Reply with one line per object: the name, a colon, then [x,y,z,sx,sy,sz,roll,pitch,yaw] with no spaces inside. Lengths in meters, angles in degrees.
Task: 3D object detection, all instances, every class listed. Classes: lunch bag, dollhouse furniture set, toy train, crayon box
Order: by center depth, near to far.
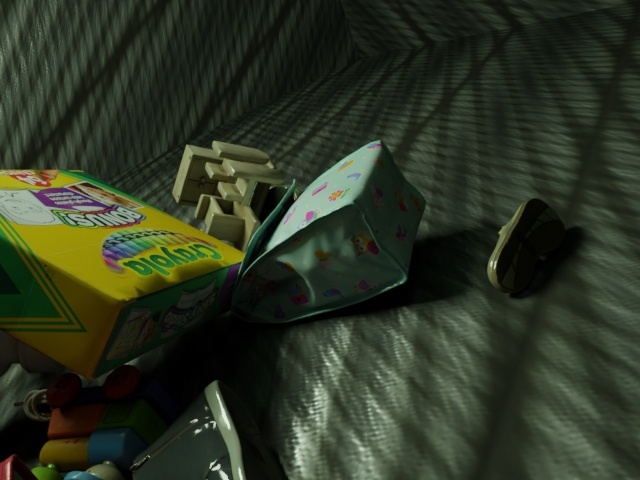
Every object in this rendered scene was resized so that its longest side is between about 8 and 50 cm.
toy train: [-0.289,0.233,0.751,0.248,0.105,0.143,-12,35,25]
crayon box: [-0.298,0.015,0.860,0.313,0.106,0.363,25,12,11]
lunch bag: [0.000,0.000,0.970,0.262,0.160,0.223,-27,19,29]
dollhouse furniture set: [-0.134,-0.055,1.132,0.161,0.212,0.242,8,27,-30]

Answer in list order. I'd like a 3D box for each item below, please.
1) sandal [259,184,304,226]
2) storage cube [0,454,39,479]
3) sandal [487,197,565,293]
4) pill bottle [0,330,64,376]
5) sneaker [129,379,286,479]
sandal: [-0.087,-0.057,1.306,0.086,0.120,0.303,0,9,-30]
storage cube: [-0.196,0.279,0.361,0.193,0.215,0.183,-33,22,-13]
sandal: [0.249,0.006,0.844,0.180,0.072,0.049,-43,7,-37]
pill bottle: [-0.498,0.095,0.888,0.318,0.176,0.176,7,17,-9]
sneaker: [-0.097,0.232,0.601,0.118,0.083,0.222,-41,28,-1]
